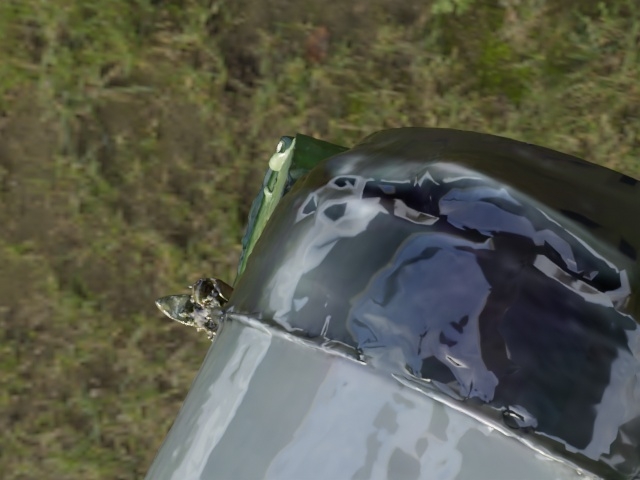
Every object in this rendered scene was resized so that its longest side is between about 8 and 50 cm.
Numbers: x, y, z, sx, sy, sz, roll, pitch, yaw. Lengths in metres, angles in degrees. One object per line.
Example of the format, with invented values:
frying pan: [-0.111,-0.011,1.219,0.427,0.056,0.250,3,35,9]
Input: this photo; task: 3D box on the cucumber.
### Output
cucumber: [-0.001,0.009,1.194,0.130,0.191,0.191,8,95,-2]

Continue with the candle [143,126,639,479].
candle: [0.022,0.145,0.536,0.221,0.221,0.342,19,77,37]

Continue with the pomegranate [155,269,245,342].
pomegranate: [-0.025,0.054,0.976,0.122,0.161,0.122,-29,55,51]
